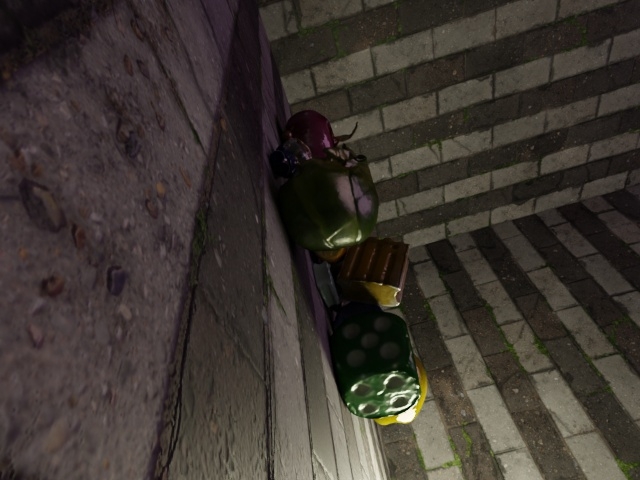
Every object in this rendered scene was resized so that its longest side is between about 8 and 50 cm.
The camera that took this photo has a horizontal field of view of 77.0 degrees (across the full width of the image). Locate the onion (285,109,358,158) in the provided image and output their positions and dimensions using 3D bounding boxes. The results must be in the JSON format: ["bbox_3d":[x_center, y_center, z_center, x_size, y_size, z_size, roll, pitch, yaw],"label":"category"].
[{"bbox_3d":[-0.018,-0.443,1.964,0.358,0.344,0.359,16,90,-81],"label":"onion"}]

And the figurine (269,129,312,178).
[{"bbox_3d":[-0.101,-0.269,1.409,0.194,0.133,0.274,53,23,-28],"label":"figurine"}]

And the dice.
[{"bbox_3d":[0.209,0.472,1.530,0.287,0.299,0.297,-94,170,-55],"label":"dice"}]

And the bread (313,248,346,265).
[{"bbox_3d":[0.034,-0.004,1.874,0.375,0.164,0.237,53,24,-83],"label":"bread"}]

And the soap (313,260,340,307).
[{"bbox_3d":[0.027,0.190,1.709,0.198,0.066,0.119,70,7,-53],"label":"soap"}]

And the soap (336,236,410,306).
[{"bbox_3d":[0.252,0.132,1.874,0.335,0.293,0.156,-65,156,-50],"label":"soap"}]

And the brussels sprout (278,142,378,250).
[{"bbox_3d":[0.031,-0.124,1.281,0.315,0.275,0.371,58,38,-15],"label":"brussels sprout"}]

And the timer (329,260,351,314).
[{"bbox_3d":[0.145,0.258,2.061,0.315,0.290,0.291,-59,137,-52],"label":"timer"}]

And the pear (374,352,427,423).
[{"bbox_3d":[0.328,0.668,1.950,0.362,0.361,0.419,65,12,-67],"label":"pear"}]

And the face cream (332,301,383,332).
[{"bbox_3d":[0.196,0.425,1.828,0.249,0.248,0.225,-102,173,-45],"label":"face cream"}]

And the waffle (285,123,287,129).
[{"bbox_3d":[-0.140,-0.510,2.249,0.291,0.051,0.292,-14,90,-86],"label":"waffle"}]
